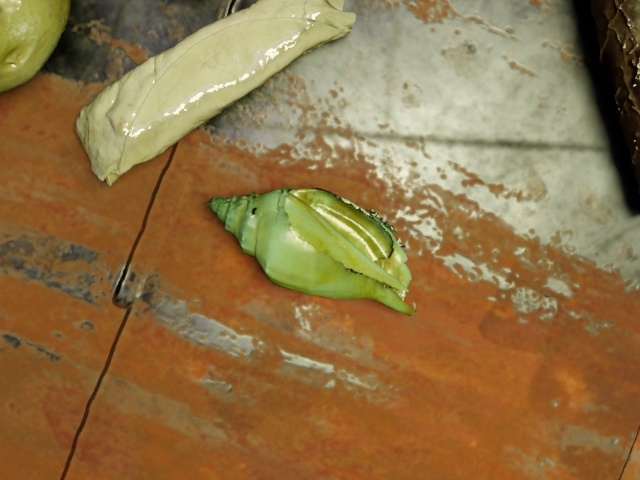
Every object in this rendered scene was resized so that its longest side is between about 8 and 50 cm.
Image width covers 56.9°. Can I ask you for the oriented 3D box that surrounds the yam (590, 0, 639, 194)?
[{"bbox_3d":[0.310,-0.165,0.505,0.131,0.131,0.279,-16,91,-2],"label":"yam"}]

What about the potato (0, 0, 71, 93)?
[{"bbox_3d":[-0.314,-0.232,0.461,0.174,0.159,0.251,-37,83,-25],"label":"potato"}]

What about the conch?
[{"bbox_3d":[-0.003,0.001,0.519,0.201,0.079,0.094,14,77,-20],"label":"conch"}]

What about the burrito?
[{"bbox_3d":[-0.090,-0.146,0.519,0.275,0.059,0.082,-30,78,-2],"label":"burrito"}]
